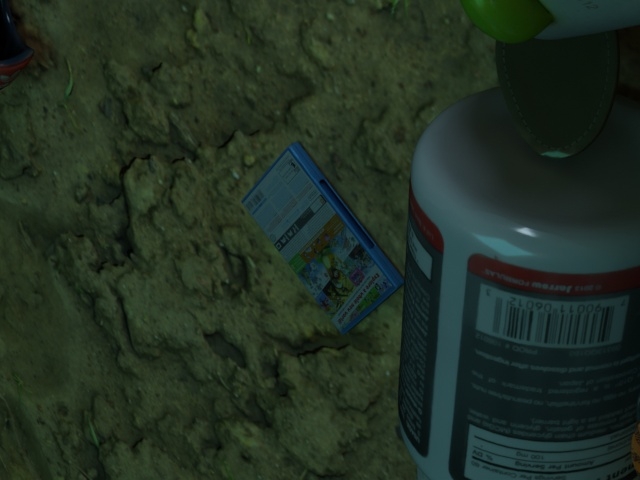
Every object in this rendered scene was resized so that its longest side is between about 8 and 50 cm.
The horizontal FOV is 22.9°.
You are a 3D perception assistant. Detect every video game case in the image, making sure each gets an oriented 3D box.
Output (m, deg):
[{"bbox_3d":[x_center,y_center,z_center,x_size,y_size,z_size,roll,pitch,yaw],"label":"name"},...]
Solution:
[{"bbox_3d":[0.000,0.000,1.500,0.166,0.015,0.119,53,144,6],"label":"video game case"}]

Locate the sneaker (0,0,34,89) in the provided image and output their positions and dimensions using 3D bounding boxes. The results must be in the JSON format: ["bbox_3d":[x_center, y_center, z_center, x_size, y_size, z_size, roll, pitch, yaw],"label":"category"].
[{"bbox_3d":[-0.407,-0.315,1.653,0.148,0.131,0.350,-9,115,45],"label":"sneaker"}]

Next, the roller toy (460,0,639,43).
[{"bbox_3d":[0.173,-0.228,0.970,0.146,0.191,0.209,-3,90,52],"label":"roller toy"}]

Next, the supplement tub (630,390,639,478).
[{"bbox_3d":[0.289,0.100,1.074,0.117,0.190,0.117,18,128,25],"label":"supplement tub"}]

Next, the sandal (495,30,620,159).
[{"bbox_3d":[0.165,-0.171,1.121,0.088,0.079,0.240,-18,79,22],"label":"sandal"}]

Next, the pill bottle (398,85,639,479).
[{"bbox_3d":[0.165,0.081,1.202,0.210,0.210,0.363,31,137,32],"label":"pill bottle"}]
